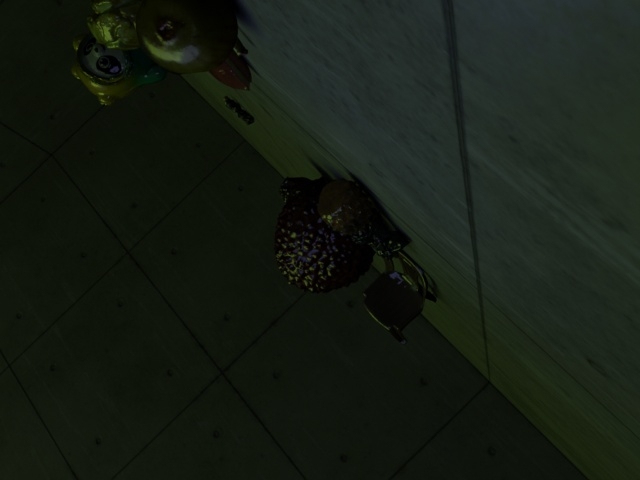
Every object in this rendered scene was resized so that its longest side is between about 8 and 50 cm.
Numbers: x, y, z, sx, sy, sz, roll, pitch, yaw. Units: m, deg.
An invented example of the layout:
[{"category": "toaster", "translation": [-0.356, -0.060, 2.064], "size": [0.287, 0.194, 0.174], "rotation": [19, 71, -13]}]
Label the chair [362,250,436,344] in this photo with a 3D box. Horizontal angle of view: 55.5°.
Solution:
[{"category": "chair", "translation": [0.213, 0.155, 1.717], "size": [0.175, 0.183, 0.326], "rotation": [45, 180, 26]}]

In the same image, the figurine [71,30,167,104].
[{"category": "figurine", "translation": [-0.647, -0.612, 2.002], "size": [0.323, 0.340, 0.231], "rotation": [47, 179, 10]}]

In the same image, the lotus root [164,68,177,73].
[{"category": "lotus root", "translation": [-0.376, -0.500, 1.619], "size": [0.120, 0.120, 0.209], "rotation": [46, 177, -24]}]

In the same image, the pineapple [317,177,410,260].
[{"category": "pineapple", "translation": [0.099, -0.033, 1.315], "size": [0.237, 0.111, 0.119], "rotation": [36, -143, -35]}]

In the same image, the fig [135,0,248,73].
[{"category": "fig", "translation": [-0.179, -0.327, 0.904], "size": [0.148, 0.186, 0.142], "rotation": [37, 136, -10]}]

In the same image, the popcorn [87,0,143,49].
[{"category": "popcorn", "translation": [-0.545, -0.623, 1.681], "size": [0.183, 0.204, 0.221], "rotation": [46, 164, -30]}]

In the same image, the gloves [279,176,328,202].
[{"category": "gloves", "translation": [0.019, -0.076, 1.711], "size": [0.312, 0.135, 0.210], "rotation": [47, 179, -24]}]

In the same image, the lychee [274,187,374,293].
[{"category": "lychee", "translation": [0.000, 0.000, 1.499], "size": [0.300, 0.264, 0.264], "rotation": [0, 148, 35]}]

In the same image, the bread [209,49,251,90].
[{"category": "bread", "translation": [-0.213, -0.378, 1.194], "size": [0.119, 0.067, 0.192], "rotation": [45, 179, 39]}]

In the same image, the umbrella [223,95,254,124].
[{"category": "umbrella", "translation": [-0.287, -0.453, 2.110], "size": [0.144, 0.037, 0.040], "rotation": [42, -169, 19]}]
